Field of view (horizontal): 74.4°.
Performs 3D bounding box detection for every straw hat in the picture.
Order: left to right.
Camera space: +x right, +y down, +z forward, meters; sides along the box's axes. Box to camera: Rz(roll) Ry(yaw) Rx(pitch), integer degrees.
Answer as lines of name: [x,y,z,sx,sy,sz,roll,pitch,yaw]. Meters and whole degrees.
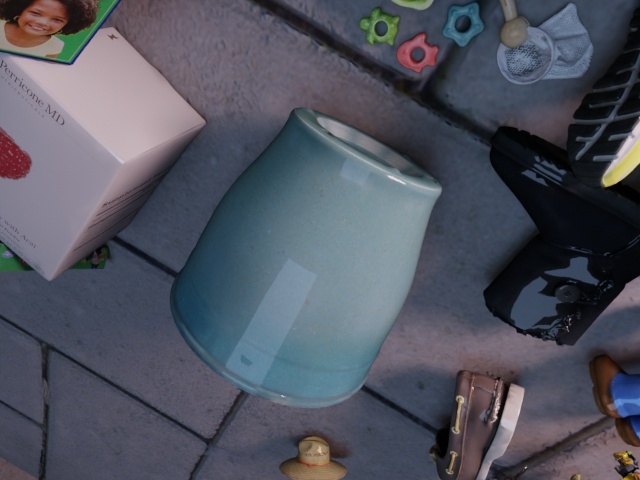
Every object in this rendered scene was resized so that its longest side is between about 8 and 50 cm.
straw hat: [-0.014,0.454,0.899,0.144,0.144,0.061,0,83,21]

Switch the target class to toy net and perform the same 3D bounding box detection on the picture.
toy net: [0.155,-0.207,0.423,0.232,0.045,0.122,29,127,2]

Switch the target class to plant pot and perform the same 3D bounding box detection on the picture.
plant pot: [0.000,0.000,0.498,0.272,0.271,0.255,30,112,1]

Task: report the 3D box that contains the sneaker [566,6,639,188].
sneaker: [0.302,-0.132,0.361,0.094,0.081,0.208,26,100,-13]

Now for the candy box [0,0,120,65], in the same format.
candy box: [-0.238,-0.359,0.345,0.317,0.122,0.268,-23,88,36]

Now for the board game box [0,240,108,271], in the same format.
board game box: [-0.585,0.001,0.745,0.317,0.213,0.046,11,90,15]

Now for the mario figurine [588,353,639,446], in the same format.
mario figurine: [0.519,0.159,0.498,0.198,0.170,0.320,19,149,-37]

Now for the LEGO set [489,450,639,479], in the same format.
LEGO set: [0.407,0.448,0.694,0.255,0.192,0.331,-33,125,4]

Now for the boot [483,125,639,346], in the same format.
boot: [0.255,0.010,0.492,0.246,0.094,0.207,27,123,-5]

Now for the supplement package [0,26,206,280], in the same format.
supplement package: [-0.338,-0.113,0.591,0.177,0.175,0.293,45,125,-9]

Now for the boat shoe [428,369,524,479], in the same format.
boat shoe: [0.240,0.343,0.705,0.097,0.116,0.324,20,128,22]
